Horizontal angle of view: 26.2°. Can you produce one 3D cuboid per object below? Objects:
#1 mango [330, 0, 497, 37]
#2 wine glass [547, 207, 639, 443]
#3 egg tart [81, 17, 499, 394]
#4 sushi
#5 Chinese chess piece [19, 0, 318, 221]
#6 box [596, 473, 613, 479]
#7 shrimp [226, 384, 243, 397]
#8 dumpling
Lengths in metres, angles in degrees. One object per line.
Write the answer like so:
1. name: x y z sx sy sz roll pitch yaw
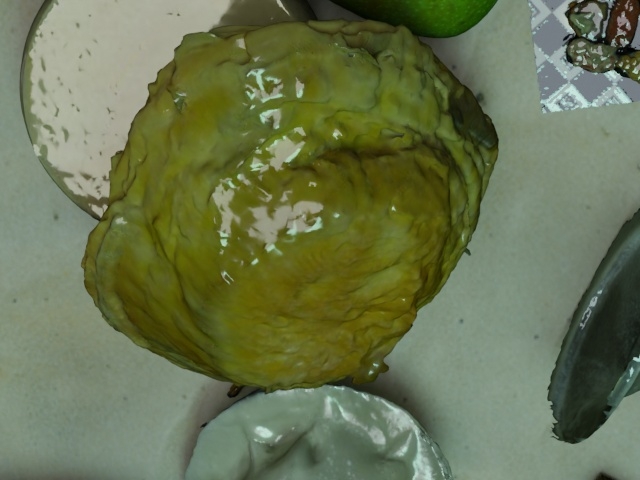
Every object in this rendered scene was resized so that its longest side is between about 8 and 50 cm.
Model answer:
1. mango: -0.010 -0.295 0.999 0.382 0.201 0.225 42 81 -16
2. wine glass: 0.362 0.131 1.064 0.323 0.238 0.238 27 106 -5
3. egg tart: 0.000 0.000 1.018 0.340 0.153 0.351 10 129 -40
4. sushi: 0.229 -0.168 1.095 0.120 0.026 0.126 -7 104 8
5. Chinese chess piece: -0.114 -0.123 1.103 0.251 0.097 0.250 1 106 4
6. box: 0.305 0.333 1.199 0.240 0.071 0.159 30 108 -3
7. shrimp: -0.026 0.102 1.191 0.091 0.025 0.127 44 101 -8
8. dumpling: -0.013 0.199 1.157 0.247 0.142 0.172 -14 102 21
